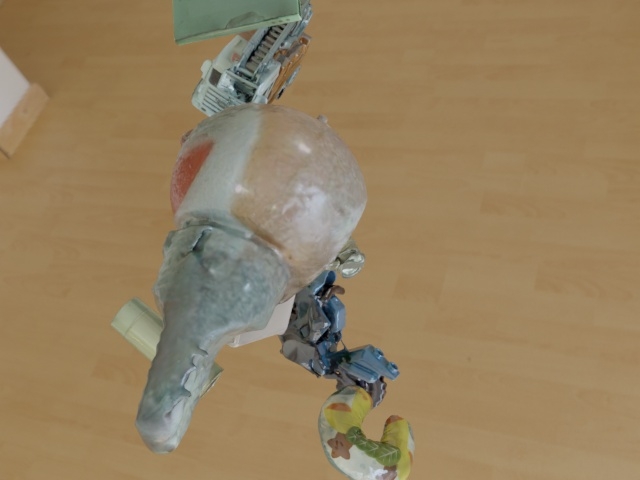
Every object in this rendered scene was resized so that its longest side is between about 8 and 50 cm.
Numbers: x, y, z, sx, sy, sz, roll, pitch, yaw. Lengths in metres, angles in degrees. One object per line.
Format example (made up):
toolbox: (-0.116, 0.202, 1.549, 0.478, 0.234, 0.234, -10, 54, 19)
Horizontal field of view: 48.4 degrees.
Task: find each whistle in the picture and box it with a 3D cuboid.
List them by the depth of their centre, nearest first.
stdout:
whistle: (-0.080, 0.008, 0.612, 0.189, 0.189, 0.348, 11, 56, 27)

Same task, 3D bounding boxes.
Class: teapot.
teapot: (0.000, 0.000, 1.508, 0.107, 0.077, 0.200, -9, 39, -39)

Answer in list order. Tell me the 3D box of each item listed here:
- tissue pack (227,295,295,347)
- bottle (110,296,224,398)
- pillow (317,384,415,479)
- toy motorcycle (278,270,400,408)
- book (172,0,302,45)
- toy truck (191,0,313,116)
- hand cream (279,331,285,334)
tissue pack: (-0.135, 0.040, 1.257, 0.159, 0.136, 0.246, 26, 111, 30)
bottle: (-0.265, 0.186, 1.227, 0.201, 0.072, 0.072, 39, 73, 6)
pillow: (0.095, 0.412, 1.484, 0.233, 0.086, 0.214, 37, 37, -5)
toy motorcycle: (0.029, 0.226, 1.776, 0.416, 0.172, 0.232, 45, 110, 13)
book: (-0.089, -0.263, 0.736, 0.135, 0.017, 0.103, -8, 77, 12)
toy truck: (-0.118, -0.339, 1.337, 0.133, 0.184, 0.338, 32, 44, -4)
hand cream: (-0.201, 0.177, 1.610, 0.255, 0.079, 0.048, 5, 52, 6)
